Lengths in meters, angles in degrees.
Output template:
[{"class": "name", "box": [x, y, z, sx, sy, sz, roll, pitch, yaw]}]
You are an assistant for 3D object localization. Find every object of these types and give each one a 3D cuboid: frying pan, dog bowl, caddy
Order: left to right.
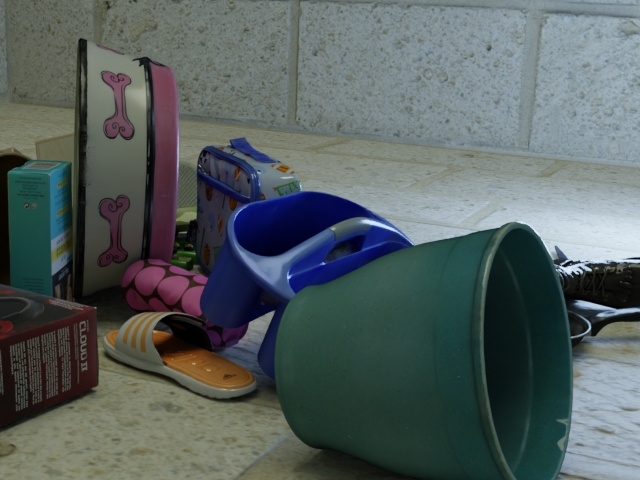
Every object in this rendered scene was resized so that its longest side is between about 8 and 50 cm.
[{"class": "dog bowl", "box": [-0.316, -0.111, 1.626, 0.150, 0.408, 0.408, 1, 13, -15]}, {"class": "caddy", "box": [0.005, 0.044, 1.363, 0.241, 0.179, 0.341, 39, 29, 21]}, {"class": "frying pan", "box": [0.350, 0.121, 1.546, 0.326, 0.053, 0.197, -5, 15, -35]}]

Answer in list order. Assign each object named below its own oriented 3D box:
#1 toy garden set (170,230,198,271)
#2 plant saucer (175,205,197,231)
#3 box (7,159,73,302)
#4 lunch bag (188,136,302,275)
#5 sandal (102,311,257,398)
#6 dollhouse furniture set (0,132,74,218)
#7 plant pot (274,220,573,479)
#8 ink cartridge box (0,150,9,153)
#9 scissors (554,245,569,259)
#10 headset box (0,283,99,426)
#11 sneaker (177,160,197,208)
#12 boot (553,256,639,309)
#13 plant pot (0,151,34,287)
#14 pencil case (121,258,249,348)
[{"class": "toy garden set", "box": [-0.322, 0.014, 1.865, 0.204, 0.049, 0.244, 6, 14, 12]}, {"class": "plant saucer", "box": [-0.260, -0.041, 1.983, 0.241, 0.037, 0.241, -5, -2, 0]}, {"class": "box", "box": [-0.389, 0.016, 1.428, 0.060, 0.244, 0.100, 3, 14, 3]}, {"class": "lunch bag", "box": [-0.133, -0.044, 1.731, 0.115, 0.243, 0.303, -4, 16, -25]}, {"class": "sandal", "box": [-0.179, 0.133, 1.340, 0.265, 0.076, 0.102, 14, 17, 40]}, {"class": "dollhouse furniture set", "box": [-0.524, -0.088, 2.273, 0.303, 0.173, 0.355, -12, -17, 5]}, {"class": "plant pot", "box": [0.103, 0.127, 1.078, 0.255, 0.271, 0.272, -6, 7, 30]}, {"class": "ink cartridge box", "box": [-0.545, -0.076, 1.737, 0.189, 0.255, 0.097, 7, 41, 17]}, {"class": "scissors", "box": [0.478, 0.050, 1.940, 0.109, 0.021, 0.297, 5, 12, 19]}, {"class": "headset box", "box": [-0.422, 0.136, 1.212, 0.218, 0.110, 0.293, 10, 16, 31]}, {"class": "sneaker", "box": [-0.221, -0.083, 2.206, 0.366, 0.135, 0.150, 10, -15, 46]}, {"class": "boot", "box": [0.410, 0.070, 1.630, 0.263, 0.091, 0.229, 0, -1, 38]}, {"class": "plant pot", "box": [-0.566, -0.004, 1.586, 0.254, 0.237, 0.237, -6, 10, 22]}, {"class": "pencil case", "box": [-0.193, 0.093, 1.471, 0.095, 0.098, 0.209, -16, 25, -41]}]
